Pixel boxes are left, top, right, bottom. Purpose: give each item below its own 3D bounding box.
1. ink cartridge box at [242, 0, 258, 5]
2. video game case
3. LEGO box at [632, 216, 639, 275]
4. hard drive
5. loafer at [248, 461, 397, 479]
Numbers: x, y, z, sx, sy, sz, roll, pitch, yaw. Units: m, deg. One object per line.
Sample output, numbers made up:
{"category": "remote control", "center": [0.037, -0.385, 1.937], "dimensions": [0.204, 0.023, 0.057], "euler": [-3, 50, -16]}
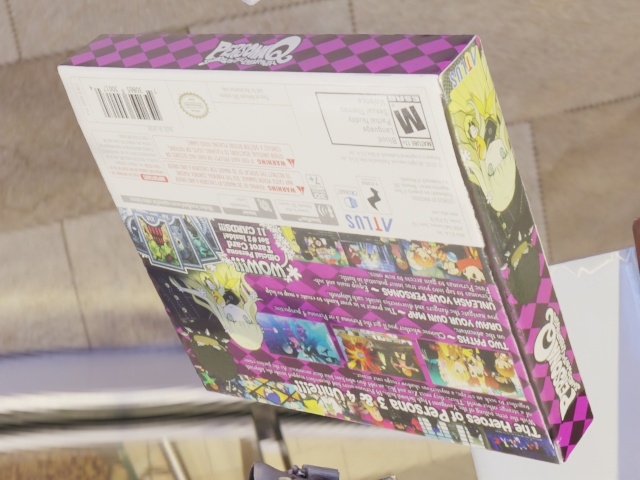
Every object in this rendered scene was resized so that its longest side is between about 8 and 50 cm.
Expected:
{"category": "ink cartridge box", "center": [0.017, -0.275, 0.961], "dimensions": [0.056, 0.224, 0.181], "euler": [34, 138, -25]}
{"category": "video game case", "center": [0.000, 0.000, 0.720], "dimensions": [0.042, 0.232, 0.210], "euler": [-46, 127, -37]}
{"category": "LEGO box", "center": [0.452, 0.191, 1.054], "dimensions": [0.372, 0.500, 0.193], "euler": [15, 145, -25]}
{"category": "hard drive", "center": [0.221, 0.171, 1.273], "dimensions": [0.203, 0.040, 0.307], "euler": [-15, 89, 35]}
{"category": "loafer", "center": [-0.029, 0.099, 0.555], "dimensions": [0.125, 0.045, 0.039], "euler": [-12, 75, -15]}
